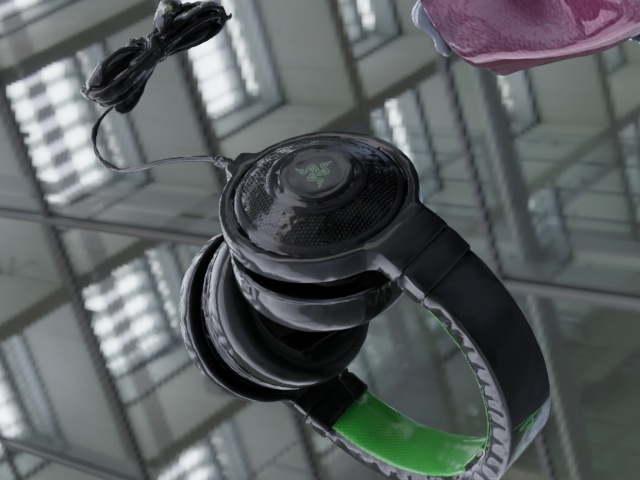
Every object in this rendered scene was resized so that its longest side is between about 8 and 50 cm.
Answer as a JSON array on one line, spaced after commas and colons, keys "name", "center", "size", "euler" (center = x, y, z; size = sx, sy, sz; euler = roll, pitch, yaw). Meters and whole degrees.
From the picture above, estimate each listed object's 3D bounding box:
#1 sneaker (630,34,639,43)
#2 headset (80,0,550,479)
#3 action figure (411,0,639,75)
[{"name": "sneaker", "center": [0.225, -0.276, 1.311], "size": [0.235, 0.094, 0.153], "euler": [29, -146, -26]}, {"name": "headset", "center": [0.000, 0.000, 1.068], "size": [0.394, 0.243, 0.185], "euler": [41, -121, 7]}, {"name": "action figure", "center": [0.239, -0.212, 0.954], "size": [0.275, 0.370, 0.248], "euler": [38, -114, -33]}]
